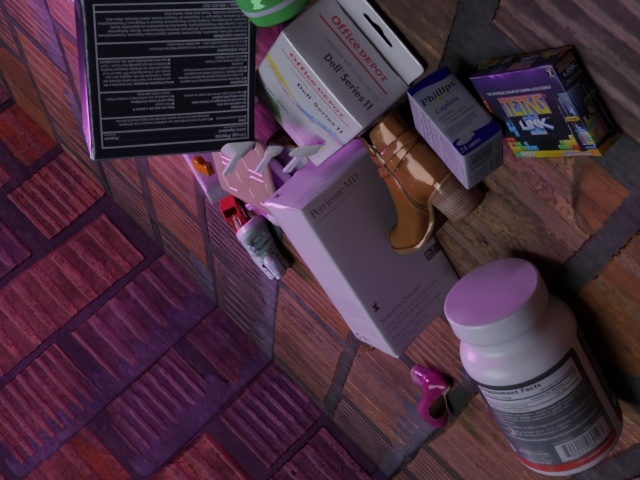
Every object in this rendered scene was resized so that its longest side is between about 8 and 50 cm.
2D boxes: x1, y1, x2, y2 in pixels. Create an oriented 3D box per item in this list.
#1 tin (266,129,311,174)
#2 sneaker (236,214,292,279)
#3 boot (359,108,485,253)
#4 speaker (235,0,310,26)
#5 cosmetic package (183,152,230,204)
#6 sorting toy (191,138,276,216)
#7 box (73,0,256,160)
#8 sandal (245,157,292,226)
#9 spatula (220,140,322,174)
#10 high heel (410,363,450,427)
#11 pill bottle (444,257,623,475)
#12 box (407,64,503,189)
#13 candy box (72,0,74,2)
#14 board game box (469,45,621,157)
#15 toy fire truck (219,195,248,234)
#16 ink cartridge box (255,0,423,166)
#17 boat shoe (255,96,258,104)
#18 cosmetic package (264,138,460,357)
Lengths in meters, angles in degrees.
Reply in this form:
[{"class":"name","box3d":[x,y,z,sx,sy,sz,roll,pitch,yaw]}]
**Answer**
[{"class":"tin","box3d":[-0.050,-0.182,2.011,0.189,0.040,0.106,22,153,52]},{"class":"sneaker","box3d":[-0.146,0.026,2.556,0.151,0.094,0.256,48,173,17]},{"class":"boot","box3d":[0.139,-0.099,1.616,0.220,0.109,0.283,44,158,-3]},{"class":"speaker","box3d":[-0.120,-0.481,1.408,0.131,0.131,0.297,25,151,50]},{"class":"cosmetic package","box3d":[-0.281,-0.205,2.284,0.239,0.098,0.060,57,168,33]},{"class":"sorting toy","box3d":[-0.201,-0.183,2.071,0.307,0.041,0.229,28,146,40]},{"class":"box","box3d":[-0.273,-0.314,1.618,0.183,0.296,0.294,-127,35,-59]},{"class":"sandal","box3d":[-0.125,-0.094,2.205,0.169,0.102,0.416,44,168,4]},{"class":"spatula","box3d":[-0.103,-0.150,1.679,0.242,0.168,0.019,154,111,-76]},{"class":"high heel","box3d":[0.312,0.420,2.376,0.117,0.082,0.244,26,144,45]},{"class":"pill bottle","box3d":[0.370,0.219,1.606,0.210,0.210,0.363,17,144,57]},{"class":"box","box3d":[0.199,-0.164,1.346,0.137,0.072,0.126,53,178,22]},{"class":"candy box","box3d":[-0.463,-0.566,1.946,0.196,0.165,0.070,43,161,14]},{"class":"board game box","box3d":[0.294,-0.178,1.219,0.141,0.048,0.170,53,161,-20]},{"class":"toy fire truck","box3d":[-0.235,-0.060,2.581,0.135,0.047,0.192,-116,1,-48]},{"class":"ink cartridge box","box3d":[0.014,-0.270,1.543,0.207,0.119,0.353,49,162,-3]},{"class":"boat shoe","box3d":[-0.276,-0.360,2.053,0.324,0.096,0.117,36,159,32]},{"class":"cosmetic package","box3d":[0.091,0.011,1.807,0.156,0.217,0.385,19,149,57]}]
